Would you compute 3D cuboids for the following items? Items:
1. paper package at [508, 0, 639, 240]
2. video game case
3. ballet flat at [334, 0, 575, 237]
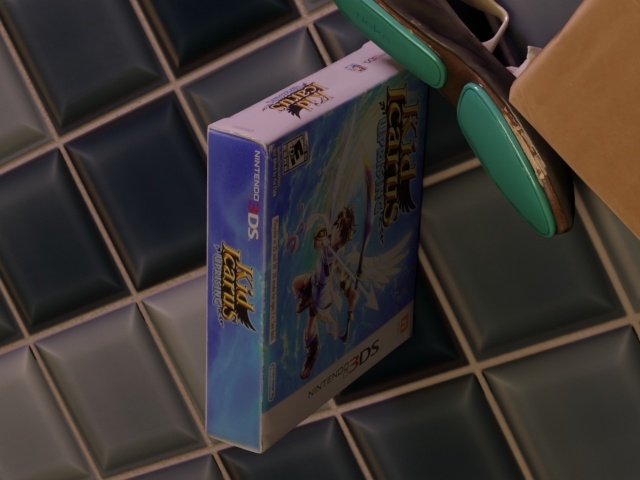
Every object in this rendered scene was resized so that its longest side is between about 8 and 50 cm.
[{"bbox_3d":[0.342,-0.101,1.328,0.325,0.168,0.309,46,130,8],"label":"paper package"},{"bbox_3d":[0.000,0.000,1.564,0.061,0.244,0.269,17,120,27],"label":"video game case"},{"bbox_3d":[0.127,-0.133,1.506,0.280,0.096,0.095,50,165,10],"label":"ballet flat"}]
